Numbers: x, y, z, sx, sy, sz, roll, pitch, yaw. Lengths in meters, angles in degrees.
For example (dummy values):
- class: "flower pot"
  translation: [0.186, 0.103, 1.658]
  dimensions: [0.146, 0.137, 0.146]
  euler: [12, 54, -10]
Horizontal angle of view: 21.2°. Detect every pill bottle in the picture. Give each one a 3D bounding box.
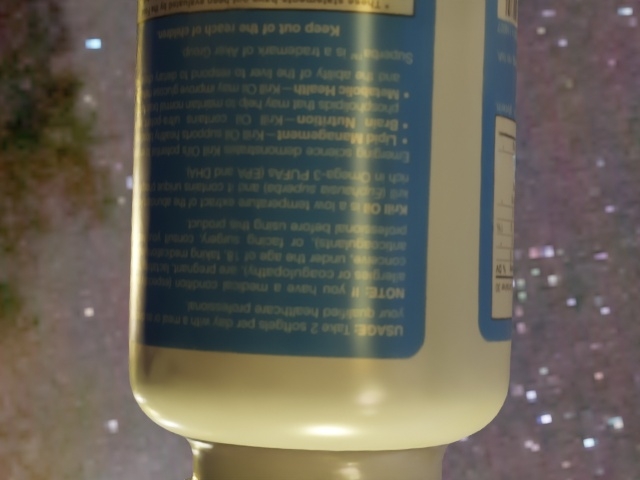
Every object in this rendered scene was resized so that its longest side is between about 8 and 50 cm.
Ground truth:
- class: "pill bottle"
  translation: [0.000, 0.000, 0.549]
  dimensions: [0.124, 0.124, 0.221]
  euler: [-1, -93, 61]
